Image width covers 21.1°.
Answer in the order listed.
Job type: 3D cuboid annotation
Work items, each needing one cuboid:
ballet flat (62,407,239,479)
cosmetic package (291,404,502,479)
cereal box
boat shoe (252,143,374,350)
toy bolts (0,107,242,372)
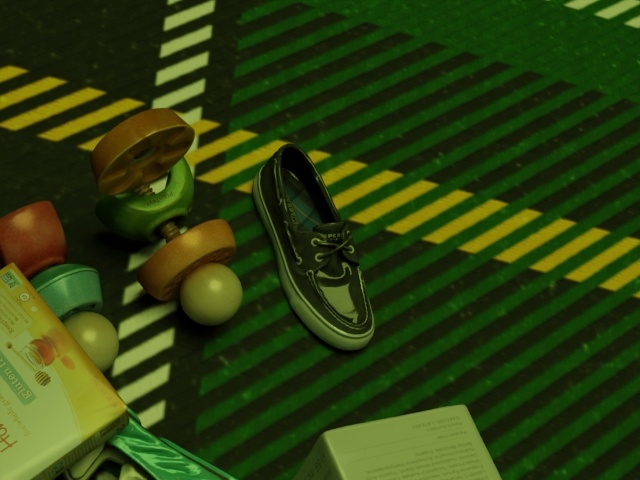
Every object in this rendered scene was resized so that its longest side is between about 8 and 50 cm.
[{"bbox_3d":[-0.171,0.194,1.494,0.247,0.083,0.087,34,61,6],"label":"ballet flat"},{"bbox_3d":[0.074,0.267,1.496,0.151,0.151,0.183,-7,56,-29],"label":"cosmetic package"},{"bbox_3d":[-0.305,0.152,1.433,0.240,0.047,0.173,-36,73,-19],"label":"cereal box"},{"bbox_3d":[0.000,0.000,1.723,0.080,0.076,0.228,-5,56,-28],"label":"boat shoe"},{"bbox_3d":[-0.175,0.016,1.564,0.228,0.218,0.158,-28,73,-19],"label":"toy bolts"}]
